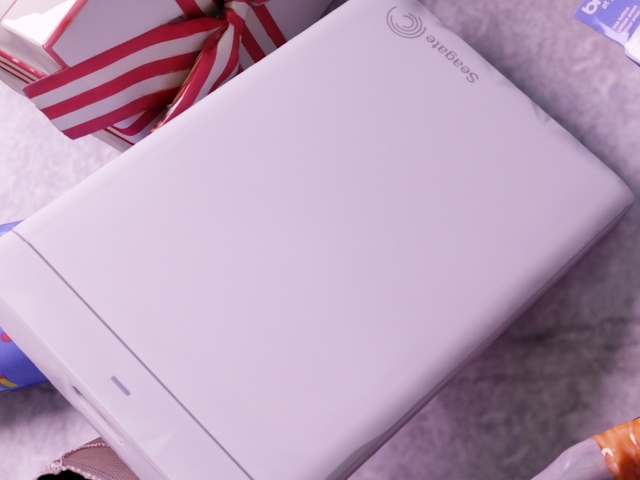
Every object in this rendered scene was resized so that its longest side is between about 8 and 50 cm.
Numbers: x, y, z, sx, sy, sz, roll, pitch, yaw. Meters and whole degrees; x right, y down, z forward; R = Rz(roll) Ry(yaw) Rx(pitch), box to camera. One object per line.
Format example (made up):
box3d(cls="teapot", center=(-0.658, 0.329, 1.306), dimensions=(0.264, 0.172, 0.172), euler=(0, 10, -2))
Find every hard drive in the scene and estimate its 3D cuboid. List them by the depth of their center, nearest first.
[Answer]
box3d(cls="hard drive", center=(0.000, 0.000, 0.748), dimensions=(0.233, 0.047, 0.353), euler=(44, 61, 14))

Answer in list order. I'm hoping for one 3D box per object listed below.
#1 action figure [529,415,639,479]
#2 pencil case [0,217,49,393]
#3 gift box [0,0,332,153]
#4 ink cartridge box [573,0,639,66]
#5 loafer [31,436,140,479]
box3d(cls="action figure", center=(0.284, 0.139, 0.592), dimensions=(0.330, 0.178, 0.341), euler=(-46, 61, 17))
box3d(cls="pencil case", center=(-0.155, 0.023, 0.859), dimensions=(0.306, 0.119, 0.133), euler=(-17, 90, 12))
box3d(cls="gift box", center=(-0.154, -0.202, 0.882), dimensions=(0.258, 0.276, 0.255), euler=(29, 84, 27))
box3d(cls="ink cartridge box", center=(0.324, -0.137, 0.748), dimensions=(0.311, 0.065, 0.186), euler=(43, 105, 37))
box3d(cls="loafer", center=(-0.048, 0.236, 0.701), dimensions=(0.366, 0.130, 0.134), euler=(29, 102, 33))
